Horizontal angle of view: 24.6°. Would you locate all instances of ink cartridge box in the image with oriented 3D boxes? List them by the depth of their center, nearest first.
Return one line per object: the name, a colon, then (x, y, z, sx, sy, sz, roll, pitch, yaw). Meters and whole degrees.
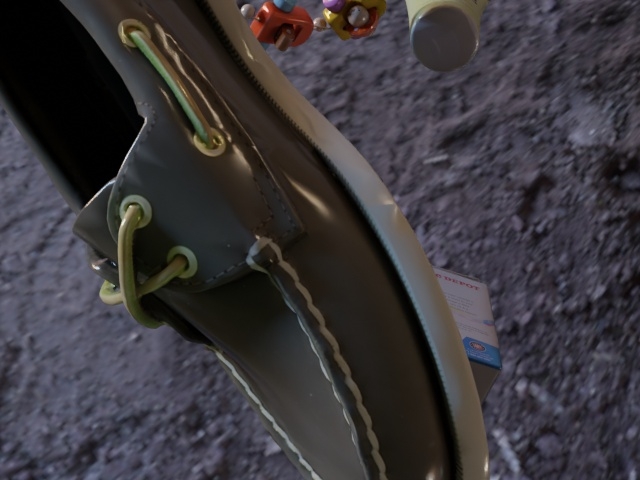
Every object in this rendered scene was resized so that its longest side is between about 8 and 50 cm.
ink cartridge box: (0.093, 0.074, 1.195, 0.088, 0.122, 0.052, 18, 121, -10)

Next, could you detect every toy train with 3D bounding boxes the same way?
toy train: (0.016, -0.212, 1.256, 0.166, 0.125, 0.046, -50, 49, 32)

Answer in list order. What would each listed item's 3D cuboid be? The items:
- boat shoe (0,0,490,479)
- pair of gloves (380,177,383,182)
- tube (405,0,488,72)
boat shoe: (-0.050, -0.022, 0.518, 0.305, 0.091, 0.109, 59, 149, 14)
pair of gloves: (0.000, 0.000, 0.767, 0.074, 0.010, 0.083, -8, 86, -6)
tube: (0.116, -0.215, 1.386, 0.062, 0.240, 0.070, -35, 102, 15)
